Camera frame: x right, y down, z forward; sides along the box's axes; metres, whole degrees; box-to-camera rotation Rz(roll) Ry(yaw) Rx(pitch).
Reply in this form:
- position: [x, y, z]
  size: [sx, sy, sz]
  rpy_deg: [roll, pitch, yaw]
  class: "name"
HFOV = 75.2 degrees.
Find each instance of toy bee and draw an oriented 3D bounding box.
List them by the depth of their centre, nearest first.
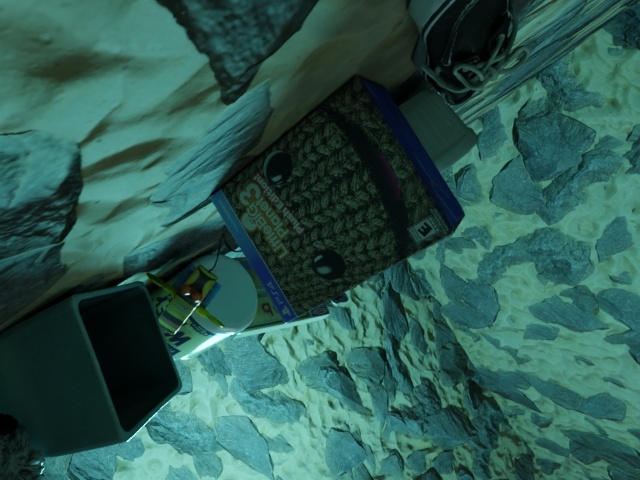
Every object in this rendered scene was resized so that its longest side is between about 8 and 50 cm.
- position: [-0.292, 0.107, 0.920]
  size: [0.162, 0.195, 0.298]
  rpy_deg: [-81, -171, -72]
  class: "toy bee"

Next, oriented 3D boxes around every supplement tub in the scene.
- position: [-0.364, 0.204, 1.199]
  size: [0.325, 0.235, 0.235]
  rpy_deg: [-33, 179, 32]
  class: "supplement tub"

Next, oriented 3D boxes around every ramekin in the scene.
- position: [0.136, -0.163, 0.771]
  size: [0.273, 0.127, 0.273]
  rpy_deg: [-34, -172, 5]
  class: "ramekin"

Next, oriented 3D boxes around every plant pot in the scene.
- position: [-0.454, 0.244, 0.770]
  size: [0.252, 0.247, 0.248]
  rpy_deg: [-21, 179, 3]
  class: "plant pot"

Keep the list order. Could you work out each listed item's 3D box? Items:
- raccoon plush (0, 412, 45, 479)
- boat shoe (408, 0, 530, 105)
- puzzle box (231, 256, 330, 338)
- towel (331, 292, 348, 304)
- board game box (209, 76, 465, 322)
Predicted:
- position: [-0.590, 0.443, 0.599]
  size: [0.299, 0.446, 0.216]
  rpy_deg: [-6, -170, 13]
  class: "raccoon plush"
- position: [0.164, -0.218, 0.463]
  size: [0.113, 0.105, 0.306]
  rpy_deg: [-32, 179, 6]
  class: "boat shoe"
- position: [-0.170, 0.181, 1.479]
  size: [0.409, 0.272, 0.052]
  rpy_deg: [-3, 150, -45]
  class: "puzzle box"
- position: [0.000, 0.000, 0.985]
  size: [0.121, 0.283, 0.235]
  rpy_deg: [-33, 180, -4]
  class: "towel"
- position: [0.023, -0.052, 0.629]
  size: [0.291, 0.232, 0.141]
  rpy_deg: [-33, 178, 28]
  class: "board game box"
